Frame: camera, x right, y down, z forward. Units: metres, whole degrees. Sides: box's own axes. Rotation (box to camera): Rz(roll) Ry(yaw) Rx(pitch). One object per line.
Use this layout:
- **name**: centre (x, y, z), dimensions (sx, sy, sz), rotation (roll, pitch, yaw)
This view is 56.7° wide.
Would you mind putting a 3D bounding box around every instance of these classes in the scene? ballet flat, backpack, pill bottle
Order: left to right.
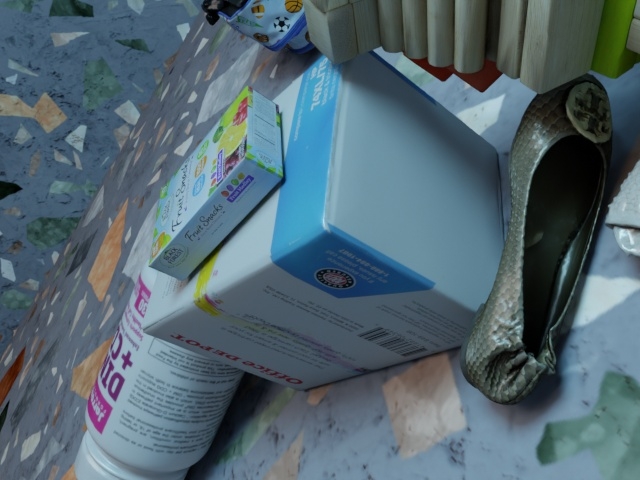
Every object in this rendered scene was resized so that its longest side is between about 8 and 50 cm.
- **pill bottle**: centre (-0.184, 0.171, 0.719), dimensions (0.283, 0.160, 0.160), rotation (-65, 29, 12)
- **backpack**: centre (-0.063, -0.446, 1.023), dimensions (0.276, 0.213, 0.263), rotation (-57, 21, 19)
- **ballet flat**: centre (0.164, -0.004, 0.421), dimensions (0.058, 0.084, 0.249), rotation (-179, 110, -74)

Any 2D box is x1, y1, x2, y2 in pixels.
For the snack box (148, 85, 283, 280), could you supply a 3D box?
- **snack box**: centre (-0.088, -0.046, 0.494), dimensions (0.141, 0.037, 0.100), rotation (-42, 34, 30)

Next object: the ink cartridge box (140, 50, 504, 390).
- **ink cartridge box**: centre (0.000, 0.000, 0.558), dimensions (0.270, 0.198, 0.197), rotation (-29, 43, 43)

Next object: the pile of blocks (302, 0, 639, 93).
- **pile of blocks**: centre (0.139, -0.162, 0.398), dimensions (0.362, 0.112, 0.149), rotation (19, 55, 25)

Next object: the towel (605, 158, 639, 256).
- **towel**: centre (0.300, -0.091, 0.324), dimensions (0.282, 0.049, 0.187), rotation (-60, 30, 2)
